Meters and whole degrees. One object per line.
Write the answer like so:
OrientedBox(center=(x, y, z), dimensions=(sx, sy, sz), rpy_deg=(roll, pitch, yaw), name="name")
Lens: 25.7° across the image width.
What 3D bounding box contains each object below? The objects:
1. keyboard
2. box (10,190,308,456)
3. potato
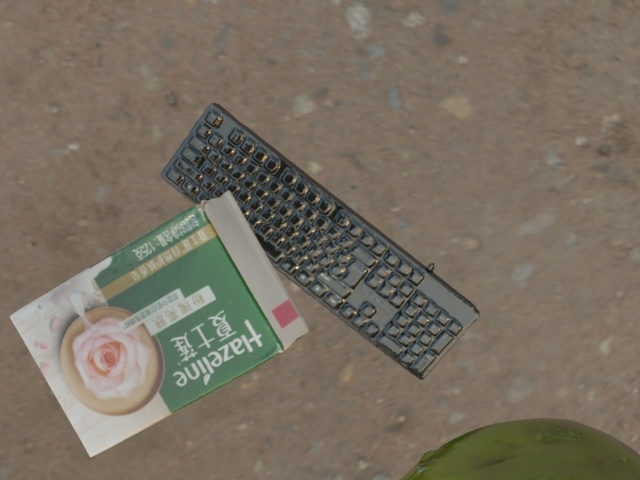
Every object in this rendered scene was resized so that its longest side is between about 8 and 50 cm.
OrientedBox(center=(0.000, 0.000, 1.280), dimensions=(0.310, 0.018, 0.101), rpy_deg=(39, 114, 0), name="keyboard")
OrientedBox(center=(-0.128, 0.067, 1.123), dimensions=(0.199, 0.081, 0.135), rpy_deg=(-31, 90, 20), name="box")
OrientedBox(center=(0.109, 0.190, 0.768), dimensions=(0.186, 0.253, 0.148), rpy_deg=(-10, 100, 36), name="potato")
